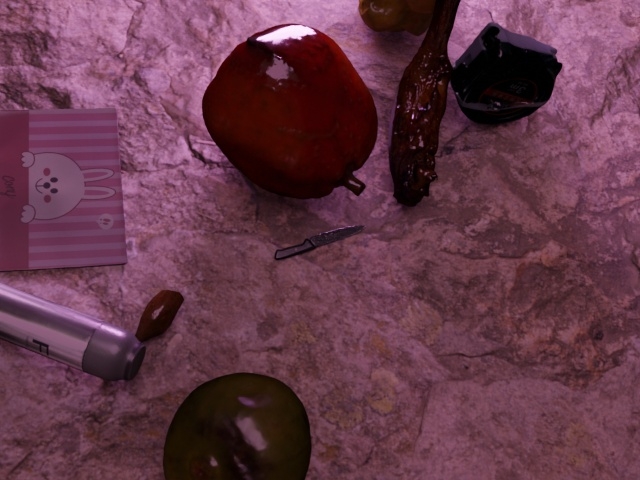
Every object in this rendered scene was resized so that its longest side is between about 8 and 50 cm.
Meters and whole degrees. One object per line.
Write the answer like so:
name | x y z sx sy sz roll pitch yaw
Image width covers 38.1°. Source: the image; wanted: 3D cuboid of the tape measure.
tape measure | 0.321 -0.288 1.645 0.182 0.181 0.107 10 58 -33

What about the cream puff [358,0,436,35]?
cream puff | 0.199 -0.532 1.694 0.275 0.270 0.323 -1 71 9

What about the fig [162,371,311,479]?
fig | -0.102 0.284 1.294 0.203 0.203 0.225 41 24 11

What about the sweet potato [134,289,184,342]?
sweet potato | -0.257 0.123 1.410 0.049 0.049 0.117 34 67 8

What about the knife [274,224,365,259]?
knife | 0.000 0.000 1.539 0.170 0.010 0.023 -18 74 -20

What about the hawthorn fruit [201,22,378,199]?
hawthorn fruit | -0.034 -0.194 1.500 0.307 0.265 0.265 43 64 0

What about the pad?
pad | -0.424 -0.090 1.510 0.202 0.005 0.299 -3 64 -12

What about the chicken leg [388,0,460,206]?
chicken leg | 0.179 -0.259 1.578 0.096 0.158 0.406 12 95 -2

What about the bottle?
bottle | -0.382 0.138 1.359 0.254 0.096 0.079 19 63 6
